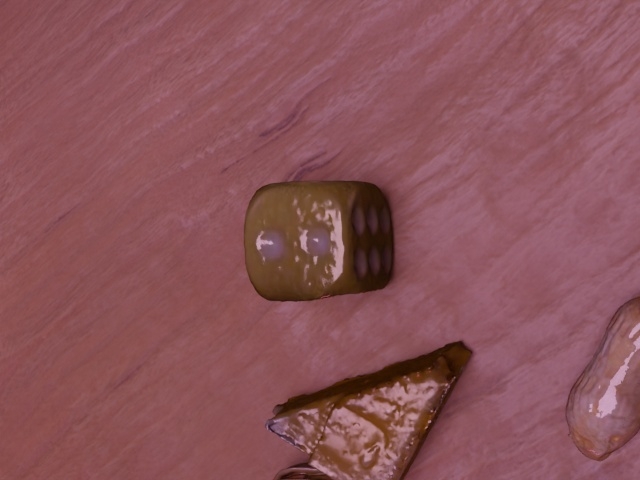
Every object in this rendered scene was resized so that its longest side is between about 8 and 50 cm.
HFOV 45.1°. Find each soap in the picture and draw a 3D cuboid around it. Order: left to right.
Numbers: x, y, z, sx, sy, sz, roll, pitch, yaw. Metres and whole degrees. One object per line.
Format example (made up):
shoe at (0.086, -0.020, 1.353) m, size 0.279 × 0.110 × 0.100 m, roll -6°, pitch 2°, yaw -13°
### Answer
soap at (0.086, 0.293, 1.525) m, size 0.304 × 0.169 × 0.338 m, roll 29°, pitch 102°, yaw 14°

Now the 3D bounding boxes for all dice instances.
dice at (0.000, 0.000, 1.529) m, size 0.233 × 0.238 × 0.226 m, roll -2°, pitch 90°, yaw 26°

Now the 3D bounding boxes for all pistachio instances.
pistachio at (-0.019, 0.530, 1.602) m, size 0.223 × 0.126 × 0.152 m, roll -17°, pitch 116°, yaw 21°

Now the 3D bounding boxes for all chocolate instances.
chocolate at (0.521, 0.232, 1.332) m, size 0.134 × 0.134 × 0.309 m, roll 26°, pitch 99°, yaw 24°
